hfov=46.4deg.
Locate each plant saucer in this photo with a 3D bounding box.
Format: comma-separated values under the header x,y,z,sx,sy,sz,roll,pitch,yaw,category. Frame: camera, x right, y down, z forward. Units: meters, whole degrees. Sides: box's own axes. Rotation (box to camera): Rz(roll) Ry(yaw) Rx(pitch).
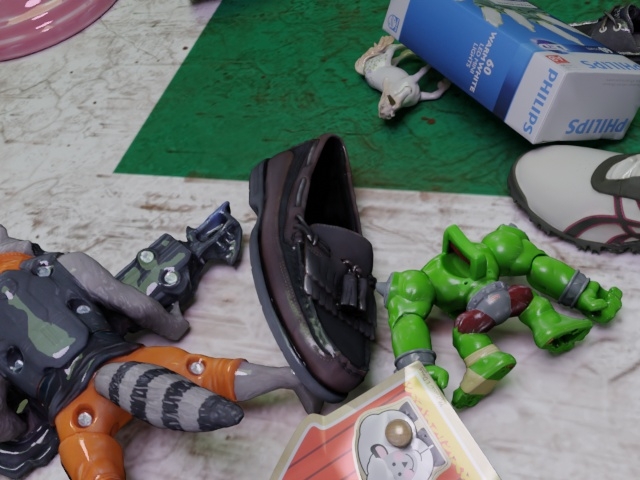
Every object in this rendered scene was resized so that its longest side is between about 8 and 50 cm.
x,y,z,sx,sy,sz,roll,pitch,yaw,category
-0.483,-0.420,1.213,0.331,0.084,0.332,-8,47,9,plant saucer

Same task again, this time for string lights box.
x,y,z,sx,sy,sz,roll,pitch,yaw,category
0.194,-0.197,0.778,0.133,0.077,0.260,-7,40,-33,string lights box

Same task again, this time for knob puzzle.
x,y,z,sx,sy,sz,roll,pitch,yaw,category
0.033,0.202,0.507,0.213,0.030,0.213,-6,68,17,knob puzzle

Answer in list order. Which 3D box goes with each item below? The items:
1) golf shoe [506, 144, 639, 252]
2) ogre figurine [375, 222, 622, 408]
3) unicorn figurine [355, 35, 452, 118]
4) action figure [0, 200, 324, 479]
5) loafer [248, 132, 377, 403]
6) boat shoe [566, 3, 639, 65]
x,y,z,sx,sy,sz,roll,pitch,yaw,category
0.287,-0.044,0.631,0.272,0.120,0.105,25,61,34,golf shoe
0.134,0.052,0.607,0.197,0.097,0.118,-32,59,2,ogre figurine
0.093,-0.185,0.861,0.111,0.060,0.162,-31,32,-11,unicorn figurine
-0.159,0.071,0.626,0.330,0.179,0.341,27,63,23,action figure
0.000,0.000,0.655,0.095,0.109,0.303,-36,36,16,loafer
0.332,-0.217,0.799,0.228,0.076,0.080,14,54,26,boat shoe
